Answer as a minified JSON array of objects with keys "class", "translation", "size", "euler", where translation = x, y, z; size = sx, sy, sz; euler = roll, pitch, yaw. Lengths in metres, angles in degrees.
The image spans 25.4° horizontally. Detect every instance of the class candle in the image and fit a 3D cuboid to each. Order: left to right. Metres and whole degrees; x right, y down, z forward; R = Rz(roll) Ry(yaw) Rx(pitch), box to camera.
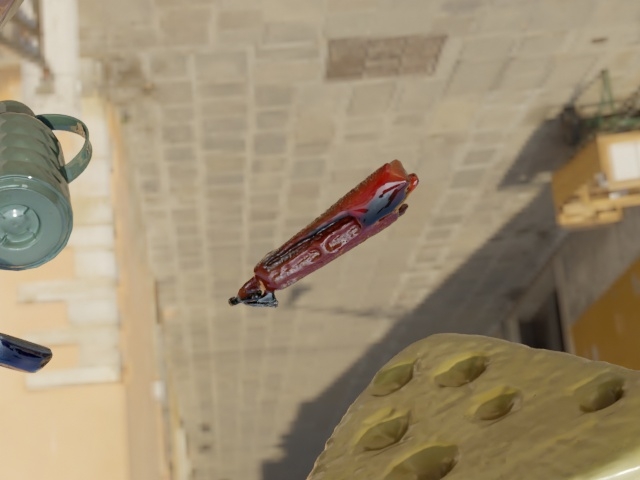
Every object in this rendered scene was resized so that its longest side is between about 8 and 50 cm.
[{"class":"candle","translation":[0.000,0.000,1.838],"size":[0.302,0.059,0.084],"euler":[-34,125,11]}]

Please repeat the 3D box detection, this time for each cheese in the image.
[{"class":"cheese","translation":[0.118,0.194,1.201],"size":[0.384,0.104,0.384],"euler":[-23,-160,9]}]

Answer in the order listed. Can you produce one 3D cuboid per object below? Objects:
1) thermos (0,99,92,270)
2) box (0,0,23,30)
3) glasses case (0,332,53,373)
[{"class":"thermos","translation":[-0.392,-0.096,1.876],"size":[0.182,0.286,0.145],"euler":[-11,125,-5]},{"class":"box","translation":[-0.319,-0.329,1.265],"size":[0.216,0.301,0.301],"euler":[36,150,-15]},{"class":"glasses case","translation":[-0.315,0.121,1.481],"size":[0.033,0.023,0.083],"euler":[-53,142,7]}]
